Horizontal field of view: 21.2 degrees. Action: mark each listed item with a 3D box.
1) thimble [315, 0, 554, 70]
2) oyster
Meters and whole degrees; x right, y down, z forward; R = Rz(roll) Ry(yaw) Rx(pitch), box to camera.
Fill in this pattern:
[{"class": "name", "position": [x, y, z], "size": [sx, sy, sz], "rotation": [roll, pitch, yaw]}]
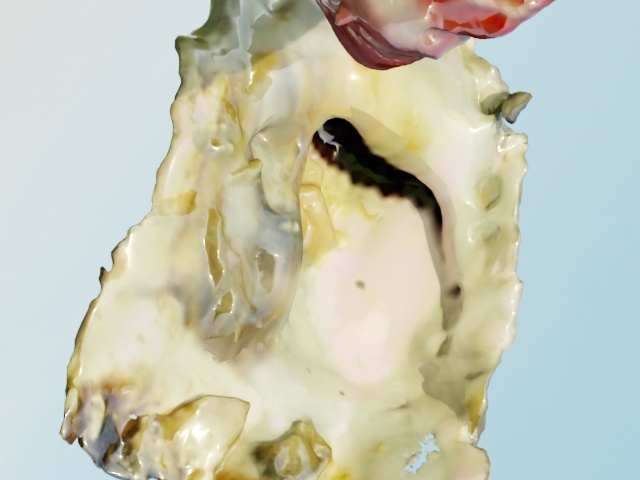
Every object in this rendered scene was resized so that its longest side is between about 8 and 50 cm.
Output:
[{"class": "thimble", "position": [0.054, -0.151, 0.619], "size": [0.163, 0.125, 0.189], "rotation": [-28, -169, 20]}, {"class": "oyster", "position": [0.001, 0.001, 0.783], "size": [0.107, 0.201, 0.354], "rotation": [-33, -142, 63]}]
